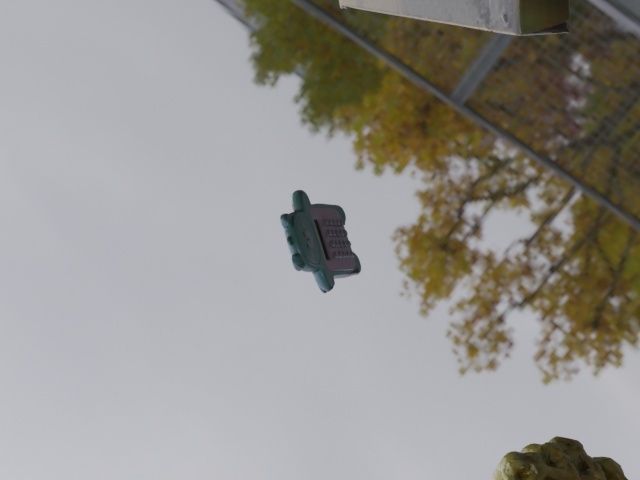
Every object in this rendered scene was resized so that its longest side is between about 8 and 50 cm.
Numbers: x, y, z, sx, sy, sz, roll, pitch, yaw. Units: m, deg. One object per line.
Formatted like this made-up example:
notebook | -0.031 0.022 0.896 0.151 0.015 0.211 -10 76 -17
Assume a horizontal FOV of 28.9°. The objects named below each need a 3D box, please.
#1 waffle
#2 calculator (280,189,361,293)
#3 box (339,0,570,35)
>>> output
waffle | 0.177 0.199 0.719 0.149 0.051 0.194 -7 -120 -56
calculator | 0.000 0.000 1.103 0.141 0.019 0.094 -3 -106 -67
box | 0.106 -0.266 1.074 0.071 0.159 0.240 -18 -155 -33
